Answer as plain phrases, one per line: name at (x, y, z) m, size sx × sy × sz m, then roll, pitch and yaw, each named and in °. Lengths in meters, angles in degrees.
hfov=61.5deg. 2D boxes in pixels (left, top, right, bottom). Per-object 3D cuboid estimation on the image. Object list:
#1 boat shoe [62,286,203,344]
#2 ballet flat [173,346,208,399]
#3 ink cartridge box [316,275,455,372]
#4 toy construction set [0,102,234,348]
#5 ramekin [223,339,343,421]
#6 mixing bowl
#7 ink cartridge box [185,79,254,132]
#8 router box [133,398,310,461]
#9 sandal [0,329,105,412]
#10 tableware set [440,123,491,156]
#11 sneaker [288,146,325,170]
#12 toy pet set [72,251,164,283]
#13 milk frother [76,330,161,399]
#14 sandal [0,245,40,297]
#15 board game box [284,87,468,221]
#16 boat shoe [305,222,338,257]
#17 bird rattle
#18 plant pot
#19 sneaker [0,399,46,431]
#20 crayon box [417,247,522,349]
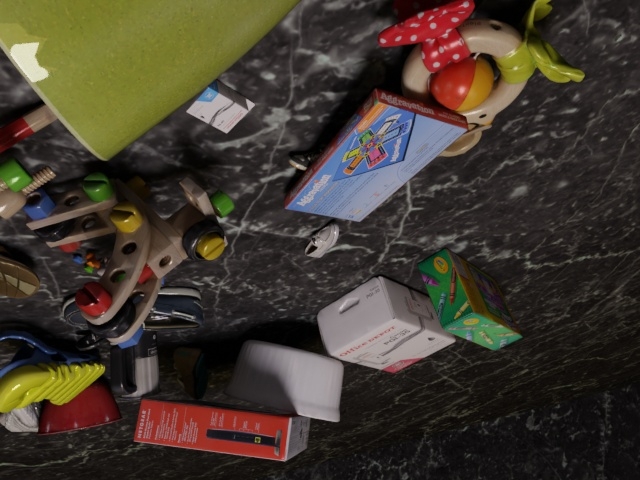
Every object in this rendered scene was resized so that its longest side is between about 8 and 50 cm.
boat shoe at (-0.351, 0.144, 1.023) m, size 0.254 × 0.079 × 0.095 m, roll 2°, pitch 142°, yaw -26°
ballet flat at (-0.319, 0.320, 1.318) m, size 0.073 × 0.080 × 0.232 m, roll 16°, pitch 141°, yaw 3°
ink cartridge box at (0.160, 0.213, 1.303) m, size 0.207 × 0.117 × 0.283 m, roll -35°, pitch 142°, yaw 27°
toy construction set at (-0.263, -0.047, 0.714) m, size 0.237 × 0.257 × 0.309 m, roll -38°, pitch 124°, yaw -13°
ramekin at (-0.077, 0.326, 1.263) m, size 0.277 × 0.135 × 0.277 m, roll 12°, pitch 164°, yaw 3°
mixing bowl at (-0.554, 0.377, 1.235) m, size 0.181 × 0.098 × 0.181 m, roll -9°, pitch 170°, yaw -2°
ink cartridge box at (-0.128, -0.173, 0.702) m, size 0.048 × 0.028 × 0.083 m, roll -37°, pitch 142°, yaw 29°
router box at (-0.190, 0.405, 1.171) m, size 0.301 × 0.082 × 0.335 m, roll 5°, pitch 164°, yaw 7°
sandal at (-0.541, 0.245, 1.062) m, size 0.126 × 0.138 × 0.317 m, roll -41°, pitch 167°, yaw -9°
tableware set at (0.165, -0.150, 0.839) m, size 0.194 × 0.039 × 0.128 m, roll -10°, pitch 151°, yaw -8°
sneaker at (-0.008, -0.128, 0.825) m, size 0.083 × 0.032 × 0.037 m, roll 0°, pitch 127°, yaw -27°
toy pet set at (-0.335, 0.047, 0.929) m, size 0.114 × 0.065 × 0.122 m, roll 11°, pitch 151°, yaw 24°
milk frother at (-0.408, 0.248, 1.089) m, size 0.143 × 0.135 × 0.129 m, roll -5°, pitch 177°, yaw 29°
sandal at (-0.516, 0.028, 0.823) m, size 0.180 × 0.049 × 0.072 m, roll 34°, pitch 118°, yaw -32°
board game box at (0.068, -0.109, 0.792) m, size 0.145 × 0.027 × 0.281 m, roll 8°, pitch 152°, yaw -27°
boat shoe at (0.000, 0.000, 1.005) m, size 0.035 × 0.035 × 0.100 m, roll 2°, pitch 149°, yaw -29°
bird rattle at (0.186, -0.219, 0.677) m, size 0.253 × 0.143 × 0.207 m, roll -2°, pitch 150°, yaw -17°
plant pot at (-0.114, -0.255, 0.419) m, size 0.293 × 0.275 × 0.275 m, roll -31°, pitch 147°, yaw -7°
sneaker at (-0.696, 0.404, 1.251) m, size 0.115 × 0.090 × 0.232 m, roll -6°, pitch 144°, yaw -9°
crayon box at (0.348, 0.142, 1.236) m, size 0.081 × 0.165 × 0.278 m, roll -35°, pitch 142°, yaw 26°
